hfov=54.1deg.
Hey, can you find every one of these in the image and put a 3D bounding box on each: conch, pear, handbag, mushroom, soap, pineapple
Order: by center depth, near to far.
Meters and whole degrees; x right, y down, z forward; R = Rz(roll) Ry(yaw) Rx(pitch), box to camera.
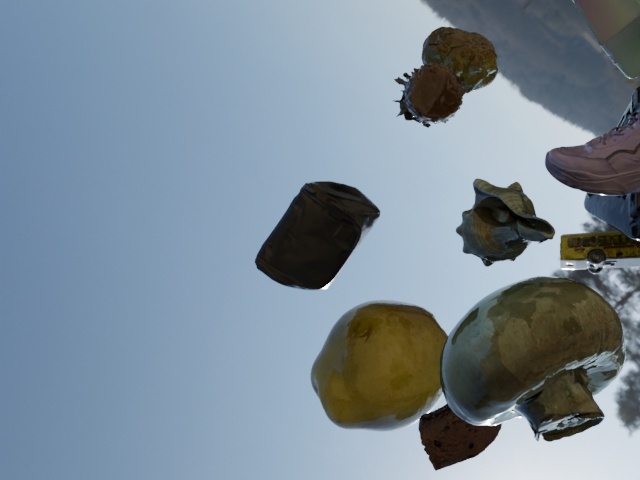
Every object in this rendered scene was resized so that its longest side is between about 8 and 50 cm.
[{"bbox_3d":[0.286,-0.039,0.978,0.114,0.234,0.137,-25,-102,-25],"label":"conch"},{"bbox_3d":[0.378,0.220,1.126,0.352,0.352,0.261,16,-135,-42],"label":"mushroom"},{"bbox_3d":[0.003,0.002,1.644,0.178,0.302,0.275,43,-162,20],"label":"handbag"},{"bbox_3d":[0.279,-0.387,1.680,0.165,0.166,0.364,39,-172,-8],"label":"pineapple"},{"bbox_3d":[0.174,0.353,1.781,0.363,0.418,0.362,57,170,16],"label":"pear"},{"bbox_3d":[0.845,-0.707,1.833,0.261,0.156,0.447,31,-140,-31],"label":"soap"}]

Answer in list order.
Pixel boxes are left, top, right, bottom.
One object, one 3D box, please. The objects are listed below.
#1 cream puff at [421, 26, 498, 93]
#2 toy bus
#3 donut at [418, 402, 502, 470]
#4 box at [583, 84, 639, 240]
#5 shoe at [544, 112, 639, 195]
[{"bbox_3d":[0.440,-0.571,1.982,0.244,0.244,0.196,-101,-4,-49],"label":"cream puff"},{"bbox_3d":[0.606,0.023,1.275,0.081,0.226,0.074,43,-134,-59],"label":"toy bus"},{"bbox_3d":[0.322,0.417,1.424,0.126,0.186,0.144,59,-165,-13],"label":"donut"},{"bbox_3d":[0.598,-0.152,1.141,0.073,0.289,0.290,20,-164,-3],"label":"box"},{"bbox_3d":[0.483,-0.142,0.983,0.244,0.138,0.095,11,-161,25],"label":"shoe"}]
